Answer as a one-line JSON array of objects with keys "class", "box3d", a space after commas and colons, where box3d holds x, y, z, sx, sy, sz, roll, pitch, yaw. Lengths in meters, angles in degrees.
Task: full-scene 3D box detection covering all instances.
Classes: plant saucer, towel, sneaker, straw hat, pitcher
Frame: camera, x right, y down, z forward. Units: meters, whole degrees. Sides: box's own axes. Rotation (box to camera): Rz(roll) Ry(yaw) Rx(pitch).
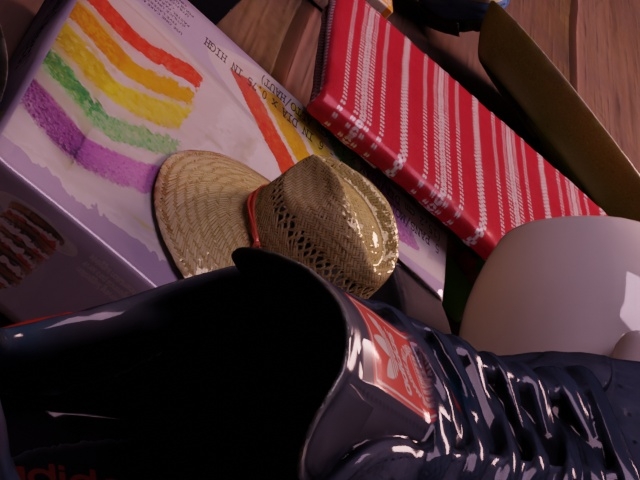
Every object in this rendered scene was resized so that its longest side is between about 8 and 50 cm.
[{"class": "plant saucer", "box3d": [0.189, -0.075, 1.214, 0.241, 0.037, 0.241, 51, 7, -8]}, {"class": "towel", "box3d": [0.099, -0.030, 0.965, 0.275, 0.031, 0.199, 39, 22, -16]}, {"class": "sneaker", "box3d": [0.025, 0.070, 0.552, 0.350, 0.148, 0.131, -4, 48, -25]}, {"class": "straw hat", "box3d": [0.000, 0.000, 0.706, 0.144, 0.061, 0.144, 36, 30, -25]}, {"class": "sneaker", "box3d": [0.078, -0.210, 1.279, 0.152, 0.084, 0.058, 18, 66, 5]}, {"class": "pitcher", "box3d": [0.132, 0.091, 0.743, 0.125, 0.178, 0.207, 5, 72, -10]}]

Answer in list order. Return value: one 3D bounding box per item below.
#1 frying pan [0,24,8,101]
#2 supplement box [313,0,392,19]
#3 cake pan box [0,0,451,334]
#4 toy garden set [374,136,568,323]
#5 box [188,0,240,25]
[{"class": "frying pan", "box3d": [-0.243, -0.077, 0.587, 0.197, 0.053, 0.326, 44, 32, 2]}, {"class": "supplement box", "box3d": [0.006, -0.198, 1.163, 0.098, 0.036, 0.062, 38, 27, -22]}, {"class": "cake pan box", "box3d": [-0.046, 0.002, 0.777, 0.267, 0.070, 0.246, 42, 29, -16]}, {"class": "toy garden set", "box3d": [0.147, 0.013, 1.082, 0.204, 0.049, 0.244, 53, 26, 8]}, {"class": "box", "box3d": [-0.081, -0.231, 0.990, 0.153, 0.108, 0.207, 44, 27, -11]}]
